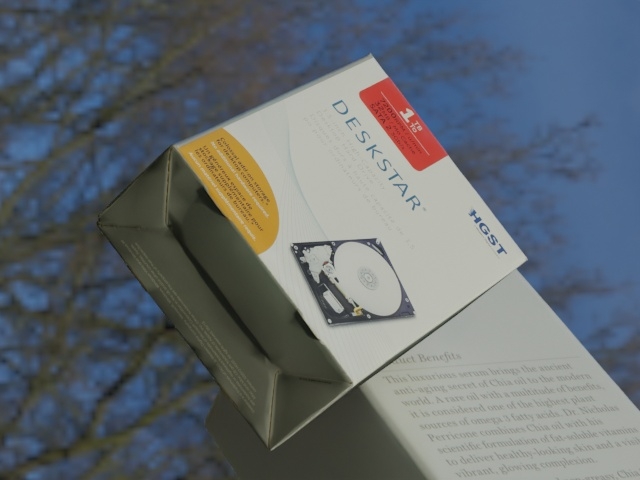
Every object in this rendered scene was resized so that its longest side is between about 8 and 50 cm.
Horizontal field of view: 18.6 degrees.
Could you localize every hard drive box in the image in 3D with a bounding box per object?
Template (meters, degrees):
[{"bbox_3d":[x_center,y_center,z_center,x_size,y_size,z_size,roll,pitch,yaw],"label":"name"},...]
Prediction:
[{"bbox_3d":[0.000,0.000,1.243,0.089,0.232,0.181,-41,-95,36],"label":"hard drive box"}]

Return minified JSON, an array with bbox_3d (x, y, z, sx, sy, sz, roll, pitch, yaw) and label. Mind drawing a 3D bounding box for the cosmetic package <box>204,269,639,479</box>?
[{"bbox_3d":[0.134,0.213,1.330,0.453,0.230,0.161,53,-49,39],"label":"cosmetic package"}]
